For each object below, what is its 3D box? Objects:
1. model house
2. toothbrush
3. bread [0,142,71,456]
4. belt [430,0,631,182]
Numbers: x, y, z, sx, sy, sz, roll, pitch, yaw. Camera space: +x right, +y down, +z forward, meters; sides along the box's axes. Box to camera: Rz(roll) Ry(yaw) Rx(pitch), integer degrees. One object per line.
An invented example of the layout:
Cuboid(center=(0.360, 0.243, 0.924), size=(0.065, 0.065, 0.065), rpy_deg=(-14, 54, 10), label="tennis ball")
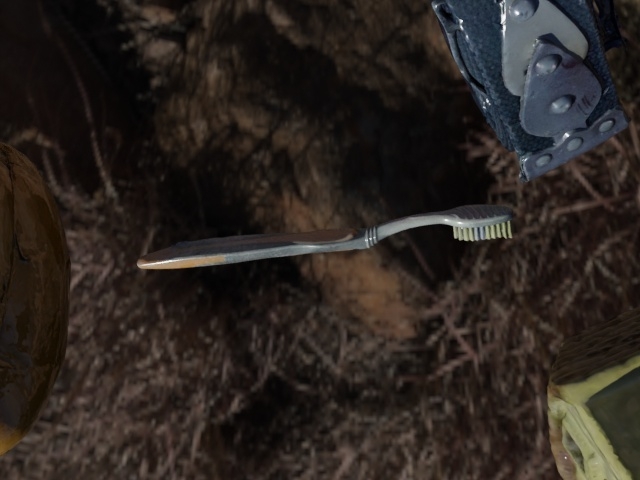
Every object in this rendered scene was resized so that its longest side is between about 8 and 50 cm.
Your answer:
Cuboid(center=(0.278, 0.202, 1.093), size=(0.261, 0.266, 0.321), rpy_deg=(-23, 140, -5), label="model house")
Cuboid(center=(0.000, 0.000, 1.374), size=(0.375, 0.028, 0.037), rpy_deg=(-6, 129, 11), label="toothbrush")
Cuboid(center=(-0.178, 0.021, 0.722), size=(0.114, 0.189, 0.077), rpy_deg=(16, 150, -30), label="bread")
Cuboid(center=(0.158, -0.158, 1.043), size=(0.128, 0.122, 0.218), rpy_deg=(-29, 147, 6), label="belt")
